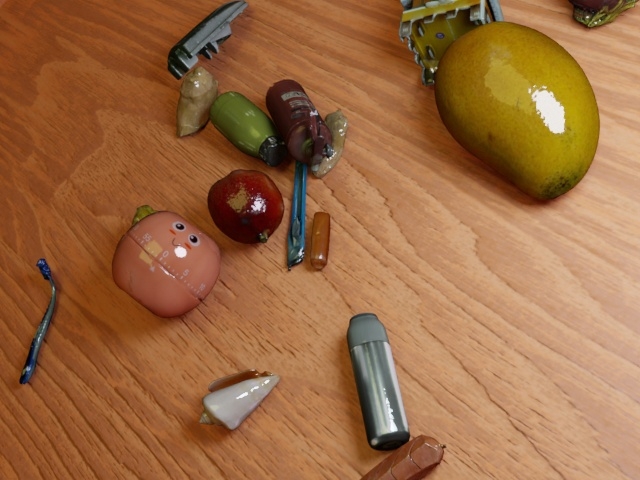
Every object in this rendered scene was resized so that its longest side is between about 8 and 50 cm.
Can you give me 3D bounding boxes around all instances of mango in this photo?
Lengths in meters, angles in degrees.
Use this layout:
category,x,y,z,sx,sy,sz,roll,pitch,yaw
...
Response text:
category,x,y,z,sx,sy,sz,roll,pitch,yaw
mango,0.378,-0.253,1.353,0.263,0.221,0.378,-37,65,17

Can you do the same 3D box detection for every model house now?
category,x,y,z,sx,sy,sz,roll,pitch,yaw
model house,0.287,-0.486,1.527,0.198,0.224,0.215,-7,61,27

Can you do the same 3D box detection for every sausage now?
category,x,y,z,sx,sy,sz,roll,pitch,yaw
sausage,0.144,0.391,1.216,0.169,0.065,0.065,-39,52,4
sausage,0.000,0.000,1.533,0.039,0.041,0.131,1,62,6

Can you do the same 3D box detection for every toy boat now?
category,x,y,z,sx,sy,sz,roll,pitch,yaw
toy boat,-0.301,-0.577,1.978,0.319,0.092,0.141,-52,18,-26

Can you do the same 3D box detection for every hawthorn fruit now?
category,x,y,z,sx,sy,sz,roll,pitch,yaw
hawthorn fruit,-0.163,-0.066,1.592,0.169,0.169,0.188,-27,65,14

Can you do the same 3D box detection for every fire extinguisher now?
category,x,y,z,sx,sy,sz,roll,pitch,yaw
fire extinguisher,-0.042,-0.271,1.603,0.106,0.147,0.337,-14,38,-11

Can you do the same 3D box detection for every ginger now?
category,x,y,z,sx,sy,sz,roll,pitch,yaw
ginger,0.026,-0.228,1.642,0.069,0.051,0.174,1,63,34
ginger,-0.346,-0.375,1.902,0.115,0.122,0.193,14,76,14

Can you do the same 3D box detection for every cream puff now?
category,x,y,z,sx,sy,sz,roll,pitch,yaw
cream puff,-0.408,-0.011,1.732,0.116,0.146,0.146,13,65,-7

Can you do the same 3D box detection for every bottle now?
category,x,y,z,sx,sy,sz,roll,pitch,yaw
bottle,-0.170,-0.269,1.737,0.112,0.112,0.260,-45,51,0
bottle,0.100,0.260,1.311,0.096,0.079,0.254,-53,39,46

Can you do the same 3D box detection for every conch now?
category,x,y,z,sx,sy,sz,roll,pitch,yaw
conch,-0.170,0.311,1.424,0.176,0.094,0.104,-46,12,-6

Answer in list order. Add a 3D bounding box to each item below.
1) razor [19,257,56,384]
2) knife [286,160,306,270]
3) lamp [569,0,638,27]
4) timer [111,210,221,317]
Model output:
category,x,y,z,sx,sy,sz,roll,pitch,yaw
razor,-0.722,0.211,1.823,0.056,0.093,0.324,4,65,-8
knife,-0.053,-0.068,1.612,0.044,0.026,0.297,-20,55,33
lamp,0.567,-0.514,1.449,0.156,0.135,0.157,14,40,5
timer,-0.342,0.051,1.580,0.229,0.230,0.215,27,73,37
